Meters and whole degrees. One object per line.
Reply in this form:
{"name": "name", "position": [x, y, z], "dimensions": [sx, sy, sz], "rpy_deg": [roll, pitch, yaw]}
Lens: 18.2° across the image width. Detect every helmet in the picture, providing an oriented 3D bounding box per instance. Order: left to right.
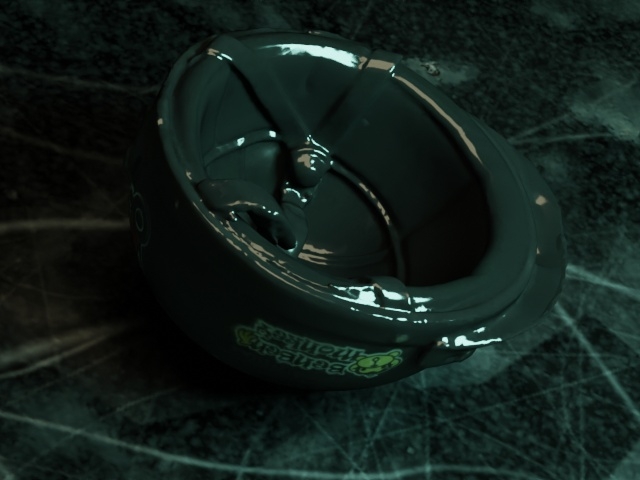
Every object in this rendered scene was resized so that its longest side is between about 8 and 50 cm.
{"name": "helmet", "position": [0.000, 0.000, 1.244], "dimensions": [0.278, 0.160, 0.231], "rpy_deg": [21, 43, -21]}
